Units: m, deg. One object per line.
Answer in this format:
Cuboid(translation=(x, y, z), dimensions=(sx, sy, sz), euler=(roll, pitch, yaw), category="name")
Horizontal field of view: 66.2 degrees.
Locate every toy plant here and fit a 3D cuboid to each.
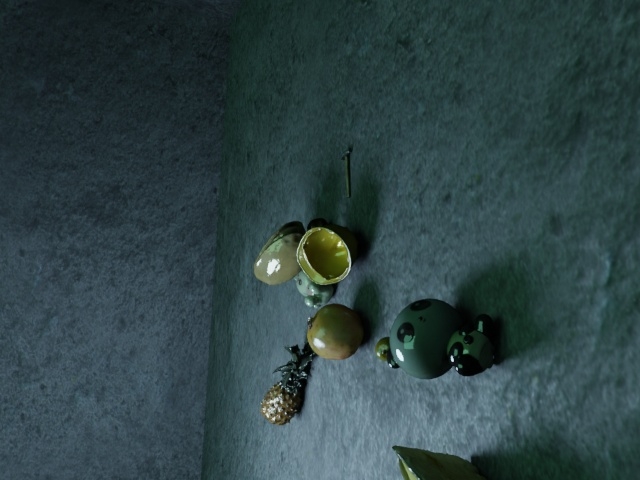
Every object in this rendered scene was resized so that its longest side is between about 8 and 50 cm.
Cuboid(translation=(0.000, 0.000, 1.871), dimensions=(0.093, 0.092, 0.163), euler=(-51, 42, 49), category="toy plant")

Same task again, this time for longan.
Cuboid(translation=(0.192, 0.317, 1.426), dimensions=(0.075, 0.083, 0.075), euler=(3, 96, 26), category="longan")

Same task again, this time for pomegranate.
Cuboid(translation=(0.047, 0.303, 1.613), dimensions=(0.191, 0.191, 0.192), euler=(-21, 67, 62), category="pomegranate")

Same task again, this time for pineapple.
Cuboid(translation=(-0.121, 0.558, 1.979), dimensions=(0.165, 0.165, 0.365), euler=(41, 113, 59), category="pineapple")

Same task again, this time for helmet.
Cuboid(translation=(0.048, 0.031, 1.711), dimensions=(0.205, 0.140, 0.257), euler=(54, 140, 3), category="helmet")

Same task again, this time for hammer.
Cuboid(translation=(0.097, -0.244, 1.803), dimensions=(0.062, 0.017, 0.182), euler=(158, 114, -62), category="hammer")

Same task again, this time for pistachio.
Cuboid(translation=(-0.145, 0.059, 1.867), dimensions=(0.293, 0.181, 0.162), euler=(-50, 39, 33), category="pistachio")

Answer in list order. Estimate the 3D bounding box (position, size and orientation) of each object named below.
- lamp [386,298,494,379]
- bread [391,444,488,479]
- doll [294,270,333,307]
Cuboid(translation=(0.279, 0.237, 1.159), dimensions=(0.243, 0.197, 0.198), euler=(3, 88, 48), category="lamp")
Cuboid(translation=(0.305, 0.676, 0.978), dimensions=(0.345, 0.241, 0.406), euler=(180, 99, -67), category="bread")
Cuboid(translation=(-0.027, 0.169, 1.889), dimensions=(0.275, 0.113, 0.155), euler=(-134, 51, -66), category="doll")
